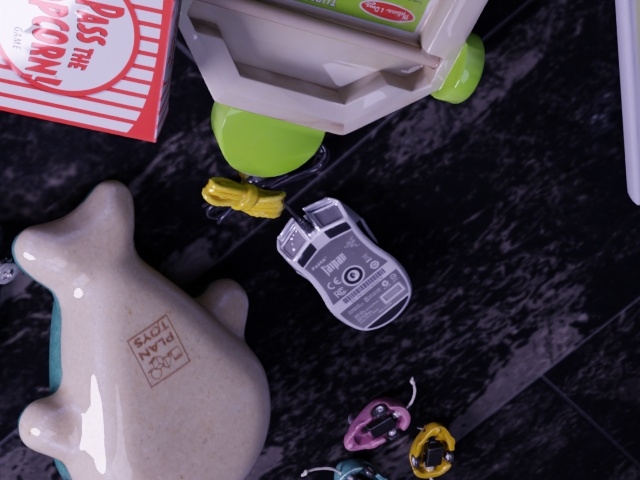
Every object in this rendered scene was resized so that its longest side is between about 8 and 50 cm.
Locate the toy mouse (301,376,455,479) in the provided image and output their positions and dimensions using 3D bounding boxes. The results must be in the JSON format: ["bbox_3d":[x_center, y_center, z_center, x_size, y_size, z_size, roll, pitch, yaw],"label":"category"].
[{"bbox_3d":[0.048,0.184,1.558,0.143,0.031,0.161,-12,129,-12],"label":"toy mouse"}]

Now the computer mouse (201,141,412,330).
[{"bbox_3d":[0.000,0.000,1.395,0.106,0.042,0.193,-38,124,5],"label":"computer mouse"}]

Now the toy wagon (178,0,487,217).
[{"bbox_3d":[0.001,-0.172,1.245,0.267,0.068,0.344,13,121,-28],"label":"toy wagon"}]

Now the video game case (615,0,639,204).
[{"bbox_3d":[0.334,-0.142,1.419,0.193,0.023,0.212,-18,131,-7],"label":"video game case"}]

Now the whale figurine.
[{"bbox_3d":[-0.154,0.089,1.361,0.216,0.141,0.272,-36,113,-27],"label":"whale figurine"}]

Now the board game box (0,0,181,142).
[{"bbox_3d":[-0.189,-0.155,1.157,0.193,0.045,0.147,11,124,0],"label":"board game box"}]

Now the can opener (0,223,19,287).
[{"bbox_3d":[-0.266,0.055,1.337,0.059,0.073,0.186,-40,147,-41],"label":"can opener"}]
